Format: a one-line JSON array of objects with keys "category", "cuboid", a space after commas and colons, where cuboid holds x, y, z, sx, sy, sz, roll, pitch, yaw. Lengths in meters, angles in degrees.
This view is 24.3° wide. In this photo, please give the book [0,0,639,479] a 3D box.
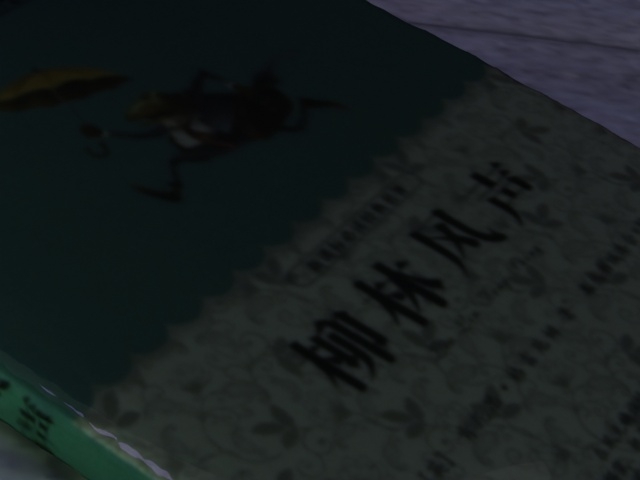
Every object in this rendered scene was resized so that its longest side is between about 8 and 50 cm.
[{"category": "book", "cuboid": [0.000, 0.000, 0.504, 0.379, 0.031, 0.264, 31, 42, 17]}]
